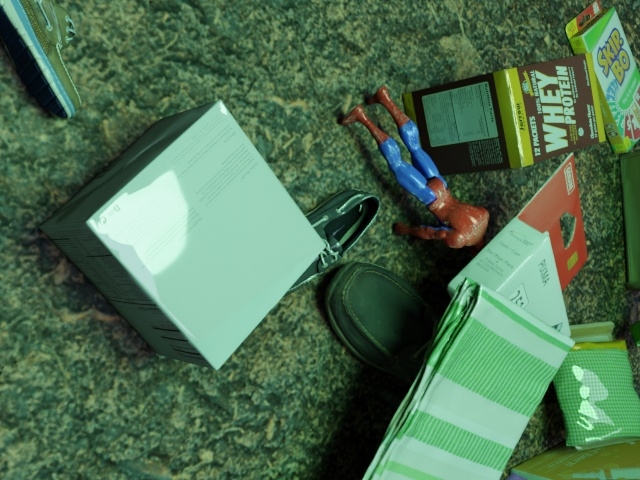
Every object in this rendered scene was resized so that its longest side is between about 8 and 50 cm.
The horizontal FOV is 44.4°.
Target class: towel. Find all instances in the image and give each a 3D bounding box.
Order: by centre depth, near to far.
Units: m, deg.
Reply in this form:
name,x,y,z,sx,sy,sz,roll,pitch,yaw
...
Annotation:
name,x,y,z,sx,sy,sz,roll,pitch,yaw
towel,0.186,0.232,0.990,0.248,0.038,0.324,28,88,-39

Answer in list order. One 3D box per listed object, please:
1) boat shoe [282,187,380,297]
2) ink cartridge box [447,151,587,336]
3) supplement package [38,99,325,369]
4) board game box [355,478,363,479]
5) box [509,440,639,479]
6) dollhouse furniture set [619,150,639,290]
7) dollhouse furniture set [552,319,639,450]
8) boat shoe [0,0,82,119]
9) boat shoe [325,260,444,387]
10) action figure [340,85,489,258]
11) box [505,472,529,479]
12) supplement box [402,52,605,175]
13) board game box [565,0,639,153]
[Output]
name,x,y,z,sx,sy,sz,roll,pitch,yaw
boat shoe,0.000,0.000,1.008,0.206,0.065,0.075,-43,113,-29
ink cartridge box,0.318,0.060,1.130,0.261,0.066,0.296,-46,143,-9
supplement package,-0.145,-0.005,0.849,0.194,0.149,0.203,-48,116,-27
board game box,0.122,0.497,1.005,0.390,0.050,0.389,7,69,-47
box,0.499,0.427,1.195,0.215,0.345,0.168,-11,96,-37
dollhouse furniture set,0.770,-0.047,1.410,0.394,0.362,0.256,-4,90,-8
dollhouse furniture set,0.536,0.211,1.274,0.302,0.151,0.197,-3,66,-23
boat shoe,-0.287,-0.215,0.801,0.066,0.066,0.183,-37,110,-32
boat shoe,0.156,0.146,1.079,0.355,0.130,0.132,41,68,-29
action figure,0.134,-0.067,1.105,0.091,0.139,0.280,-40,89,-27
box,0.366,0.505,1.152,0.057,0.201,0.293,-30,118,-33
supplement box,0.262,-0.177,1.124,0.191,0.194,0.129,-18,100,-35
board game box,0.530,-0.300,1.424,0.124,0.039,0.259,-41,110,-30
